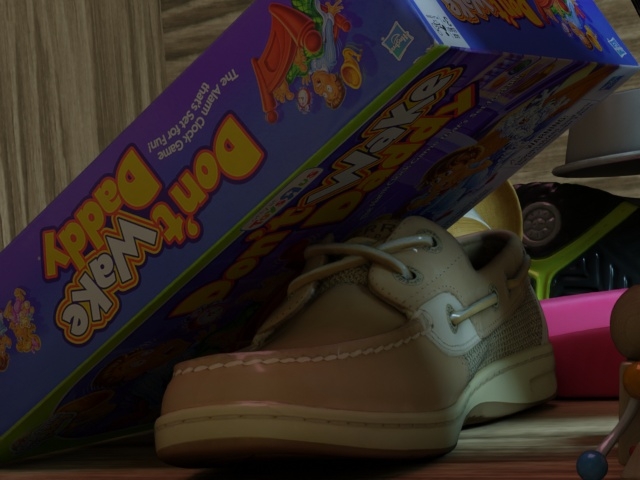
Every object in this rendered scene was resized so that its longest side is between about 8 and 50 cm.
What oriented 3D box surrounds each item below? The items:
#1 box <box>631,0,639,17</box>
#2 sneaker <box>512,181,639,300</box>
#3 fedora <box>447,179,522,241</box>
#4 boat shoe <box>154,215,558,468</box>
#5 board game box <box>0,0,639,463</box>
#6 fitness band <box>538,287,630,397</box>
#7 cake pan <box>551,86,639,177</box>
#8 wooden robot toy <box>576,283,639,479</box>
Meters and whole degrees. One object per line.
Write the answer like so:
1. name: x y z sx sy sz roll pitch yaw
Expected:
1. box: 0.283 -0.105 0.748 0.242 0.307 0.076 -29 25 10
2. sneaker: 0.252 0.034 1.295 0.385 0.145 0.147 -2 -20 29
3. fedora: 0.083 0.037 1.119 0.194 0.194 0.079 -5 35 -39
4. boat shoe: 0.022 0.045 0.807 0.122 0.110 0.341 -5 0 24
5. board game box: -0.025 -0.017 0.867 0.347 0.078 0.233 -41 -19 28
6. fitness band: 0.242 0.057 1.038 0.291 0.054 0.209 -6 1 -41
7. cake pan: 0.321 -0.090 1.245 0.293 0.054 0.293 -6 -1 0
8. wooden robot toy: 0.149 0.050 0.667 0.076 0.079 0.173 -5 0 19
